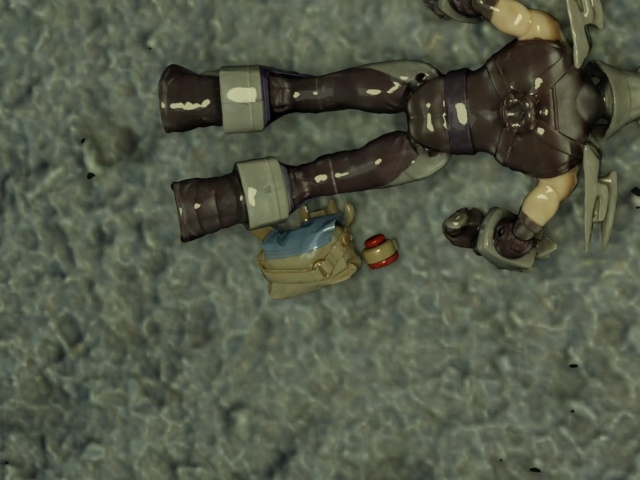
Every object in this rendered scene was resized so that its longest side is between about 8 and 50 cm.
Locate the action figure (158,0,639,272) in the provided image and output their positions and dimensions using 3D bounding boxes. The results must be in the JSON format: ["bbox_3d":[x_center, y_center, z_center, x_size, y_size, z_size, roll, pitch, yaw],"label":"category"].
[{"bbox_3d":[0.056,-0.070,1.051,0.285,0.099,0.185,-6,88,6],"label":"action figure"}]

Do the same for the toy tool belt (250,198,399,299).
[{"bbox_3d":[0.000,0.000,1.117,0.083,0.052,0.051,-18,103,24],"label":"toy tool belt"}]
